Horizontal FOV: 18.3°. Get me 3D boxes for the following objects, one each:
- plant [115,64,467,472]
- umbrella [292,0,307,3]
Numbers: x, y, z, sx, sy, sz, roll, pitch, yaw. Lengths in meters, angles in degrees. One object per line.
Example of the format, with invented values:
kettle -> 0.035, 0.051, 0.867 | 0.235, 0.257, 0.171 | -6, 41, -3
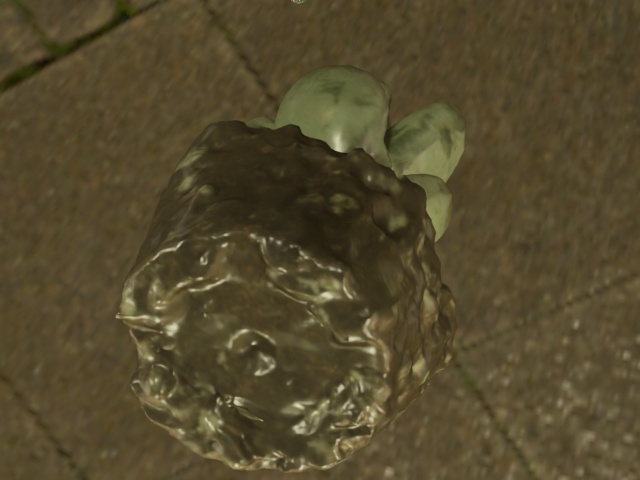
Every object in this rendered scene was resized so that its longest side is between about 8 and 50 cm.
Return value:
plant -> 0.002, 0.001, 0.985 | 0.146, 0.274, 0.149 | 9, 116, 7
umbrella -> 0.066, -0.304, 1.396 | 0.094, 0.143, 0.349 | 24, 143, -26
